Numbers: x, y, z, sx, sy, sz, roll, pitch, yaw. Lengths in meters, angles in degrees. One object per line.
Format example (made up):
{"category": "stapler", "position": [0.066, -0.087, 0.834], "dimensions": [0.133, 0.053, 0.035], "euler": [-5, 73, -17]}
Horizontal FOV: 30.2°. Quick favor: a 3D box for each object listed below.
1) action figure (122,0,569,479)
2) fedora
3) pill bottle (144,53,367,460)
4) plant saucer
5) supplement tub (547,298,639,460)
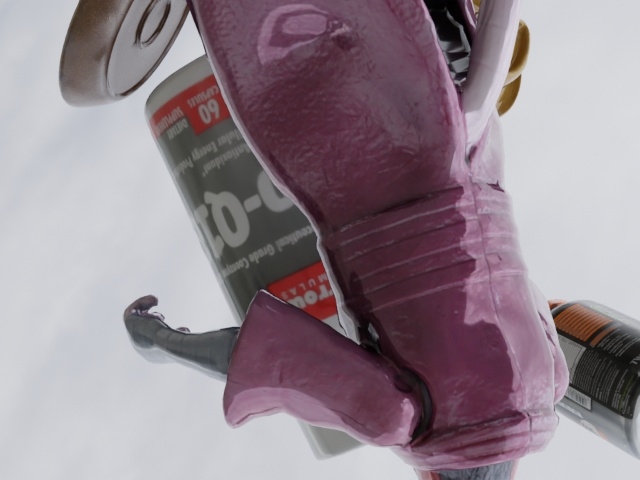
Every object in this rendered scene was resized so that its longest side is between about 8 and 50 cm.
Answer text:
{"category": "action figure", "position": [0.061, -0.005, 0.585], "dimensions": [0.275, 0.248, 0.370], "euler": [-24, -101, 51]}
{"category": "fedora", "position": [0.227, -0.257, 1.603], "dimensions": [0.079, 0.194, 0.194], "euler": [-19, -136, 49]}
{"category": "pill bottle", "position": [0.000, 0.000, 0.848], "dimensions": [0.161, 0.283, 0.161], "euler": [-24, 175, -2]}
{"category": "plant saucer", "position": [-0.131, -0.166, 0.866], "dimensions": [0.168, 0.029, 0.168], "euler": [-58, 173, -12]}
{"category": "supplement tub", "position": [0.276, 0.127, 1.134], "dimensions": [0.117, 0.117, 0.190], "euler": [-56, -149, -3]}
